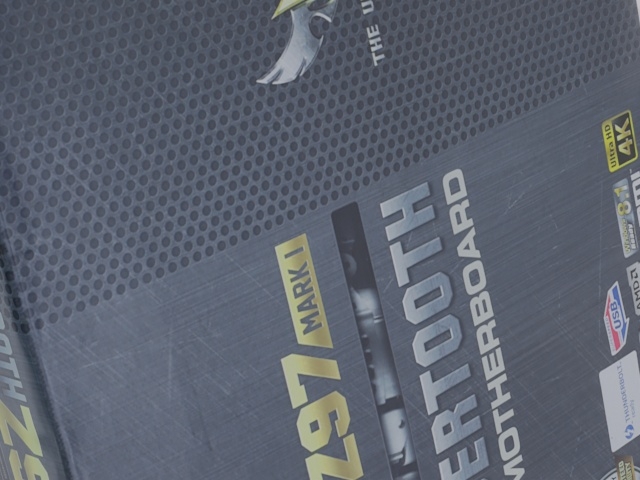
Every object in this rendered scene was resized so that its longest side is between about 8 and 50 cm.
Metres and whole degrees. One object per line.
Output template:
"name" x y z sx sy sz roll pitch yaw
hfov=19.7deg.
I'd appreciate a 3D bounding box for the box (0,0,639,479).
"box" 0.000 0.000 0.420 0.183 0.233 0.059 -24 20 -35
